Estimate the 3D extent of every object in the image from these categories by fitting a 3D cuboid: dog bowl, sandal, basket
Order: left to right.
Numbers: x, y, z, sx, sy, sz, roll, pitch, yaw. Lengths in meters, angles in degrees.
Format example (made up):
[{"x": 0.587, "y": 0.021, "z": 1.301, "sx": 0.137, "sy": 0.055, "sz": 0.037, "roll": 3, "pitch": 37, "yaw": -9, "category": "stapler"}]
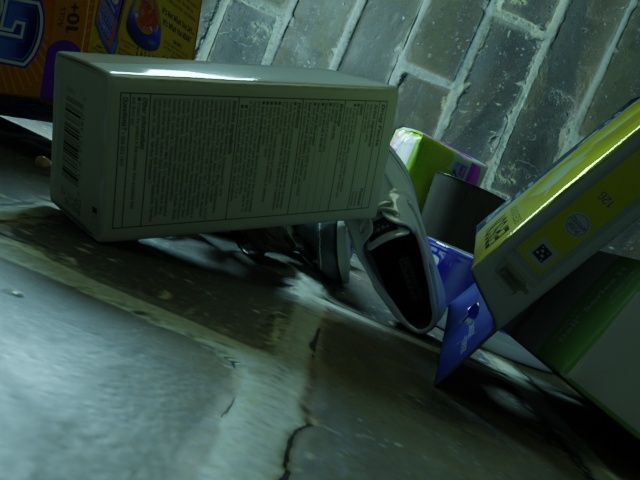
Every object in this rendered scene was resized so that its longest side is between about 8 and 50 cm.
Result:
[{"x": -0.077, "y": -0.009, "z": 0.922, "sx": 0.090, "sy": 0.060, "sz": 0.219, "roll": 55, "pitch": 2, "yaw": -4, "category": "sandal"}, {"x": 0.270, "y": -0.007, "z": 1.613, "sx": 0.154, "sy": 0.226, "sz": 0.204, "roll": 26, "pitch": 6, "yaw": 32, "category": "basket"}, {"x": 0.244, "y": 0.088, "z": 1.123, "sx": 0.265, "sy": 0.104, "sz": 0.265, "roll": 23, "pitch": 4, "yaw": -2, "category": "dog bowl"}]

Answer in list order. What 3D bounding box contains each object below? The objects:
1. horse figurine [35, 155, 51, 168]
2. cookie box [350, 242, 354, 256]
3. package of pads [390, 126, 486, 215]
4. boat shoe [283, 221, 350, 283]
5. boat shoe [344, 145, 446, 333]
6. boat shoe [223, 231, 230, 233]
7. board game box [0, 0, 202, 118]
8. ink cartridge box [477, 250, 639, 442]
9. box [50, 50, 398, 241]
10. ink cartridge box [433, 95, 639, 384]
[{"x": -0.205, "y": -0.072, "z": 0.933, "sx": 0.263, "sy": 0.066, "sz": 0.174, "roll": 14, "pitch": -1, "yaw": 18, "category": "horse figurine"}, {"x": 0.000, "y": 0.000, "z": 1.346, "sx": 0.107, "sy": 0.040, "sz": 0.092, "roll": 24, "pitch": 5, "yaw": 15, "category": "cookie box"}, {"x": 0.210, "y": -0.079, "z": 1.713, "sx": 0.229, "sy": 0.296, "sz": 0.101, "roll": 20, "pitch": 7, "yaw": -35, "category": "package of pads"}, {"x": -0.016, "y": -0.007, "z": 1.069, "sx": 0.099, "sy": 0.116, "sz": 0.319, "roll": 0, "pitch": 7, "yaw": -5, "category": "boat shoe"}, {"x": 0.077, "y": -0.016, "z": 0.879, "sx": 0.258, "sy": 0.095, "sz": 0.084, "roll": 61, "pitch": 10, "yaw": -3, "category": "boat shoe"}, {"x": -0.124, "y": -0.079, "z": 1.132, "sx": 0.108, "sy": 0.102, "sz": 0.301, "roll": 63, "pitch": 27, "yaw": -14, "category": "boat shoe"}, {"x": -0.411, "y": -0.369, "z": 1.161, "sx": 0.357, "sy": 0.356, "sz": 0.356, "roll": 9, "pitch": 1, "yaw": 12, "category": "board game box"}, {"x": 0.293, "y": 0.106, "z": 0.762, "sx": 0.207, "sy": 0.119, "sz": 0.353, "roll": 39, "pitch": 3, "yaw": -3, "category": "ink cartridge box"}, {"x": -0.084, "y": -0.094, "z": 0.746, "sx": 0.311, "sy": 0.147, "sz": 0.121, "roll": -5, "pitch": 23, "yaw": -39, "category": "box"}, {"x": 0.216, "y": -0.021, "z": 0.741, "sx": 0.072, "sy": 0.307, "sz": 0.303, "roll": 51, "pitch": 14, "yaw": 1, "category": "ink cartridge box"}]
